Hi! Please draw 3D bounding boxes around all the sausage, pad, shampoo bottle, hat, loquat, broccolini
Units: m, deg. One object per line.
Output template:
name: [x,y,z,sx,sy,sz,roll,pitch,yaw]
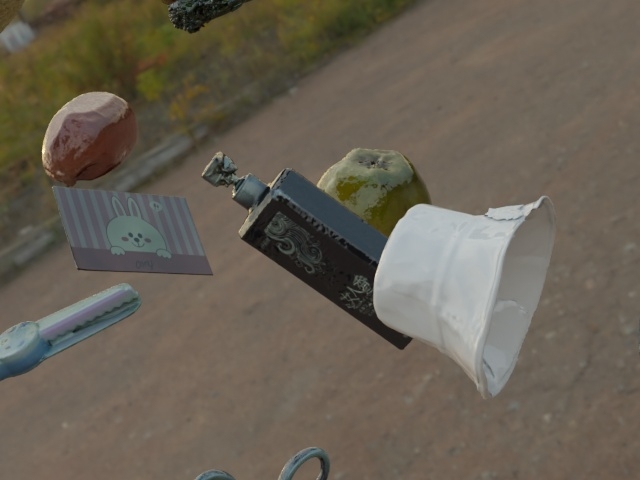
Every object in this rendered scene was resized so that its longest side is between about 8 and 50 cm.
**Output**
sausage: [-0.400,-0.181,2.221,0.148,0.148,0.254,-25,12,13]
pad: [-0.360,-0.018,2.452,0.300,0.202,0.005,4,-40,-38]
shampoo bottle: [0.000,0.000,1.452,0.098,0.309,0.071,-50,6,48]
hat: [0.125,0.039,1.152,0.126,0.203,0.203,15,33,22]
loquat: [0.086,-0.031,2.184,0.214,0.246,0.213,3,26,-2]
broccolini: [-0.129,-0.365,1.860,0.203,0.068,0.091,-26,6,-13]

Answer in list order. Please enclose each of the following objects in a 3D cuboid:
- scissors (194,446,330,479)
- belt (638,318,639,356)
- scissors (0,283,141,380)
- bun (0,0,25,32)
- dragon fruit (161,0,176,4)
scissors: [-0.105,0.514,2.032,0.256,0.383,0.029,-9,25,-32]
belt: [0.517,0.109,1.396,0.300,0.173,0.436,-16,45,31]
scissors: [-0.291,0.106,1.216,0.256,0.030,0.125,-26,29,2]
bun: [-0.526,-0.365,1.690,0.364,0.202,0.364,-53,0,0]
dragon fruit: [-0.160,-0.372,1.633,0.133,0.150,0.208,11,-6,41]
